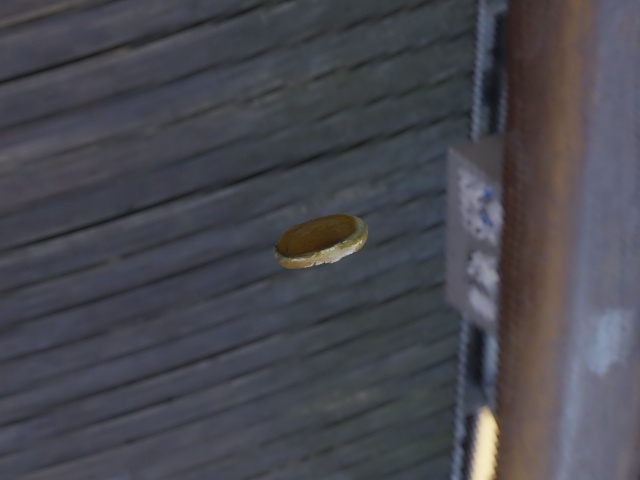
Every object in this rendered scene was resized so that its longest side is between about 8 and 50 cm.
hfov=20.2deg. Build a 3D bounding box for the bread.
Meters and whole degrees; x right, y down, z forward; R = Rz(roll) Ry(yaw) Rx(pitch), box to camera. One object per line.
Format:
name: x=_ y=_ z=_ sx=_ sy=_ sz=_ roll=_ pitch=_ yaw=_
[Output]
bread: x=0.000 y=0.000 z=1.903 sx=0.110 sy=0.110 sz=0.024 roll=-19 pitch=113 yaw=-5
